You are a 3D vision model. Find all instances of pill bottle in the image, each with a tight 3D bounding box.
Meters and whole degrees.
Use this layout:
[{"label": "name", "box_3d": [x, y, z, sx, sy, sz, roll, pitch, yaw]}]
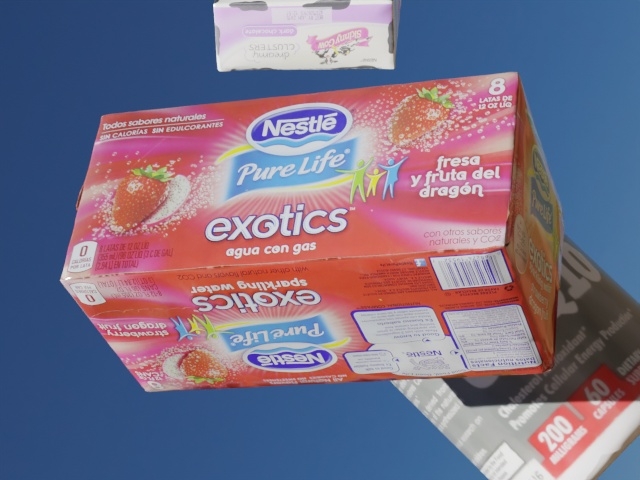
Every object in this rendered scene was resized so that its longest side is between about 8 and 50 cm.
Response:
[{"label": "pill bottle", "box_3d": [0.108, 0.046, 1.179, 0.161, 0.283, 0.161, -44, -11, -11]}]

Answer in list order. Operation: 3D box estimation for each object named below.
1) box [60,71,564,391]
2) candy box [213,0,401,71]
[{"label": "box", "box_3d": [0.000, 0.000, 0.958, 0.128, 0.257, 0.122, 62, -150, -49]}, {"label": "candy box", "box_3d": [-0.007, -0.230, 1.594, 0.196, 0.165, 0.070, -82, -9, -60]}]
